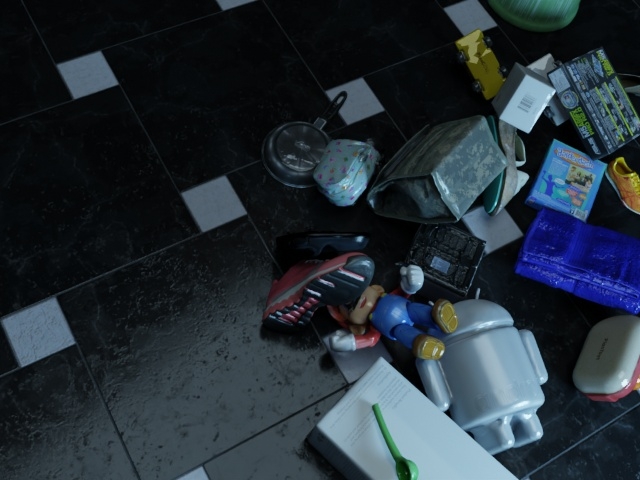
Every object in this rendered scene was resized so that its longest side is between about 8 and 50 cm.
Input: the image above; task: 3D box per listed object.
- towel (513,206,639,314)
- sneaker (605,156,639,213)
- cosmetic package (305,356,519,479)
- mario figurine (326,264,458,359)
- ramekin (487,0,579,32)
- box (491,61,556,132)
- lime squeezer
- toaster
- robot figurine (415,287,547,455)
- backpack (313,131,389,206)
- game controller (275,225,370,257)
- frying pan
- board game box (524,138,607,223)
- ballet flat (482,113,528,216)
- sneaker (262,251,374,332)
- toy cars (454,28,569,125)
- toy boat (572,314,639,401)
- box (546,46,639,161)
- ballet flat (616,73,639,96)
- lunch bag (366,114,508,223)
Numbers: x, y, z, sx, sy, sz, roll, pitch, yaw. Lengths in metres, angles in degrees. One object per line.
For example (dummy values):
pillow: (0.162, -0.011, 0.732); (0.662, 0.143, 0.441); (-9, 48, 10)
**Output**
towel: (0.651, 0.037, 1.822); (0.308, 0.076, 0.227); (21, 55, 16)
sneaker: (0.827, -0.143, 1.993); (0.064, 0.067, 0.175); (-25, 72, -21)
cosmetic package: (0.186, 0.456, 1.542); (0.385, 0.156, 0.217); (44, 65, 12)
mario figurine: (0.122, 0.152, 1.614); (0.198, 0.170, 0.321); (-29, 27, -36)
ramekin: (0.658, -0.791, 2.244); (0.304, 0.148, 0.303); (4, 63, -7)
box: (0.529, -0.377, 1.960); (0.091, 0.130, 0.170); (26, 24, -6)
lime squeezer: (0.199, 0.445, 1.431); (0.310, 0.059, 0.110); (38, 67, 11)
toaster: (0.281, 0.049, 1.784); (0.186, 0.110, 0.168); (25, 62, 3)
robot figurine: (0.354, 0.278, 1.626); (0.300, 0.199, 0.353); (-9, 67, -24)
backpack: (0.062, -0.176, 1.836); (0.152, 0.115, 0.182); (11, 65, 42)
game controller: (0.000, 0.000, 1.661); (0.167, 0.319, 0.067); (-9, 91, -12)
frying pan: (-0.001, -0.260, 1.933); (0.326, 0.053, 0.197); (-33, 74, -19)
board game box: (0.651, -0.150, 1.979); (0.160, 0.047, 0.210); (27, 63, 6)
ballet flat: (0.488, -0.196, 1.948); (0.106, 0.107, 0.315); (14, 63, -14)
sneaker: (-0.017, 0.082, 1.633); (0.116, 0.314, 0.136); (29, 43, -35)
toy cars: (0.545, -0.453, 2.090); (0.394, 0.087, 0.176); (19, 96, -1)
toy boat: (0.700, 0.288, 1.734); (0.151, 0.151, 0.231); (44, 62, -21)
box: (0.751, -0.373, 2.026); (0.216, 0.060, 0.270); (-29, 91, -37)
ballet flat: (0.863, -0.457, 2.161); (0.250, 0.058, 0.084); (3, 62, -8)
lunch bag: (0.261, -0.166, 1.806); (0.235, 0.287, 0.168); (-45, 113, -27)
